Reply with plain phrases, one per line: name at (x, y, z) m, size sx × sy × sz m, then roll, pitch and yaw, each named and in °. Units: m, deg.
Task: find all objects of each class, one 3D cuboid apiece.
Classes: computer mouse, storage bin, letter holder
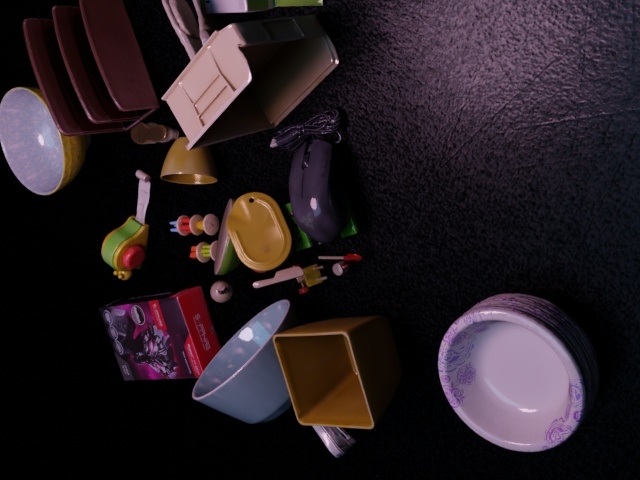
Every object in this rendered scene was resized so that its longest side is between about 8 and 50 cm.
computer mouse at (-0.025, -0.126, 1.681) m, size 0.188 × 0.072 × 0.272 m, roll -14°, pitch 82°, yaw 41°
storage bin at (-0.135, -0.323, 1.611) m, size 0.260 × 0.262 × 0.123 m, roll -37°, pitch 81°, yaw 42°
letter holder at (-0.552, -0.420, 1.920) m, size 0.152 × 0.214 × 0.302 m, roll -22°, pitch 86°, yaw 42°

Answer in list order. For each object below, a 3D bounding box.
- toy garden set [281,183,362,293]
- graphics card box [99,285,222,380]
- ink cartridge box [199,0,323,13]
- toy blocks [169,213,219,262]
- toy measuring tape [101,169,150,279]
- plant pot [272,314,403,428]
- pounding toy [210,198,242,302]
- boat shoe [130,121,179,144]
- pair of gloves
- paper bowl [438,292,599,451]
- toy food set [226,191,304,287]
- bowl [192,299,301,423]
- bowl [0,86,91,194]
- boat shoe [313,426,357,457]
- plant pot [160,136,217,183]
toy garden set at (0.000, 0.000, 1.779) m, size 0.244 × 0.049 × 0.204 m, roll -17°, pitch 95°, yaw 41°
graphics card box at (-0.438, 0.260, 2.212) m, size 0.371 × 0.094 × 0.233 m, roll -9°, pitch 102°, yaw 42°
ink cartridge box at (-0.128, -0.558, 1.619) m, size 0.255 × 0.097 × 0.189 m, roll 10°, pitch 114°, yaw 37°
toy blocks at (-0.315, -0.005, 2.028) m, size 0.148 × 0.054 × 0.123 m, roll -1°, pitch 106°, yaw 40°
toy measuring tape at (-0.519, -0.027, 2.146) m, size 0.121 × 0.121 × 0.330 m, roll 31°, pitch 125°, yaw 26°
plant pot at (0.058, 0.265, 1.743) m, size 0.212 × 0.187 × 0.212 m, roll -8°, pitch 102°, yaw 41°
pounding toy at (-0.180, 0.026, 1.885) m, size 0.183 × 0.110 × 0.237 m, roll 139°, pitch 140°, yaw -70°
boat shoe at (-0.417, -0.267, 2.013) m, size 0.153 × 0.048 × 0.056 m, roll 4°, pitch 94°, yaw 42°
pair of gloves at (-0.257, -0.437, 1.691) m, size 0.042 × 0.240 × 0.204 m, roll -22°, pitch 93°, yaw 16°
paper bowl at (0.375, 0.234, 1.498) m, size 0.284 × 0.148 × 0.284 m, roll 16°, pitch 116°, yaw 34°
toy food set at (-0.123, 0.002, 1.787) m, size 0.128 × 0.071 × 0.218 m, roll -23°, pitch 79°, yaw 5°
bowl at (-0.131, 0.302, 1.872) m, size 0.163 × 0.311 × 0.311 m, roll 46°, pitch 133°, yaw -10°
bowl at (-0.717, -0.280, 2.174) m, size 0.289 × 0.156 × 0.289 m, roll 17°, pitch 118°, yaw 34°
boat shoe at (0.006, 0.412, 1.933) m, size 0.070 × 0.078 × 0.219 m, roll -42°, pitch 70°, yaw 8°
plant pot at (-0.309, -0.192, 1.910) m, size 0.134 × 0.134 × 0.095 m, roll -3°, pitch 82°, yaw 40°
